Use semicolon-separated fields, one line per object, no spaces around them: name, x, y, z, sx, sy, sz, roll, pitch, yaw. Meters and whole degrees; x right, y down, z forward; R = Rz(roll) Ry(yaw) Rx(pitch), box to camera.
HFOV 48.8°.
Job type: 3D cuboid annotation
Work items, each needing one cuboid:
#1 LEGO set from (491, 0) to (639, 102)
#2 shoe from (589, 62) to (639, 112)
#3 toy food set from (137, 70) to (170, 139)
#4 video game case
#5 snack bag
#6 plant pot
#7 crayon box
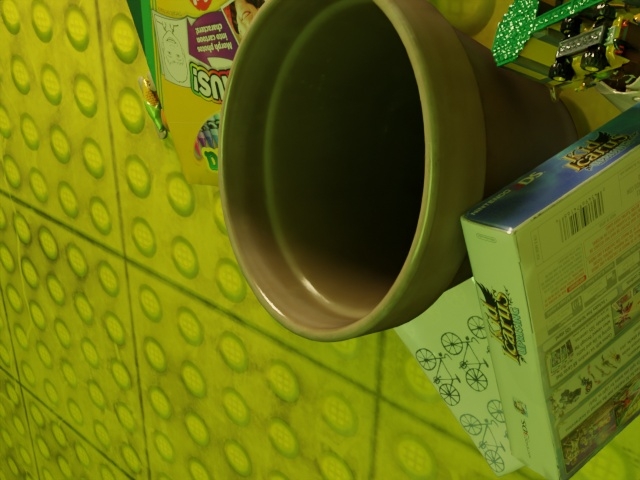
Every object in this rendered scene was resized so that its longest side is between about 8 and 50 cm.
LEGO set;0.289;-0.245;0.526;0.255;0.192;0.331;161;123;-71
shoe;0.284;-0.164;0.667;0.219;0.058;0.076;46;134;19
toy food set;-0.251;-0.244;1.167;0.192;0.038;0.132;-17;96;47
video game case;0.252;0.031;0.600;0.061;0.269;0.244;22;136;55
snack bag;0.237;0.105;0.853;0.323;0.037;0.342;57;136;9
plant pot;0.093;-0.079;0.701;0.323;0.280;0.323;8;100;52
crayon box;-0.089;-0.225;0.930;0.363;0.106;0.313;9;121;46
